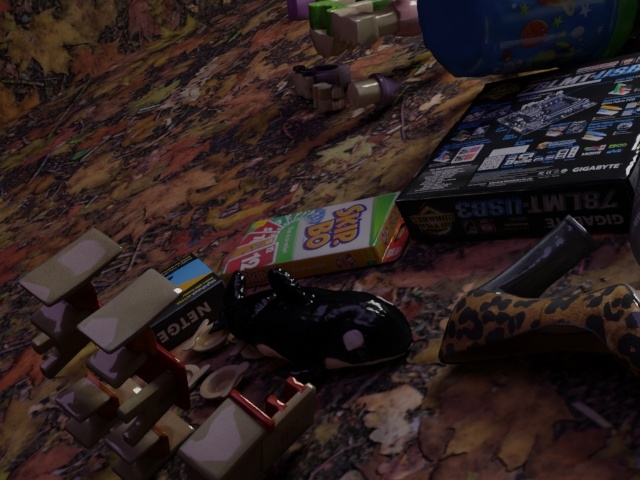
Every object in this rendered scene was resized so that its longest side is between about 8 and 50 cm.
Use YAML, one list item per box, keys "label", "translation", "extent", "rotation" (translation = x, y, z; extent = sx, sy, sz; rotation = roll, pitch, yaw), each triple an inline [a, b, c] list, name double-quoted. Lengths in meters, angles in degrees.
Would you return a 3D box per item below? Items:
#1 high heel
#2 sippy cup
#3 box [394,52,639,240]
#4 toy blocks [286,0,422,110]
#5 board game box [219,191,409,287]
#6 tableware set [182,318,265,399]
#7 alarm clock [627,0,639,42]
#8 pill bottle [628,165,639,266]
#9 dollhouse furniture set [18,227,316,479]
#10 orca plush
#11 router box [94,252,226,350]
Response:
- label: "high heel"
  translation: [0.212, 0.108, 0.846]
  extent: [0.186, 0.093, 0.261]
  rotation: [-43, 33, 11]
- label: "sippy cup"
  translation: [0.259, -0.321, 1.296]
  extent: [0.224, 0.305, 0.240]
  rotation: [-19, 45, -22]
- label: "box"
  translation: [0.280, -0.117, 1.169]
  extent: [0.295, 0.073, 0.293]
  rotation: [-5, 33, 40]
- label: "toy blocks"
  translation: [0.112, -0.386, 1.650]
  extent: [0.260, 0.309, 0.288]
  rotation: [-17, 28, -23]
- label: "board game box"
  translation: [0.000, 0.000, 1.270]
  extent: [0.259, 0.039, 0.124]
  rotation: [-9, 32, 29]
- label: "tableware set"
  translation: [-0.120, 0.140, 1.141]
  extent: [0.169, 0.020, 0.141]
  rotation: [-5, 34, 37]
- label: "alarm clock"
  translation: [0.403, -0.360, 1.358]
  extent: [0.064, 0.192, 0.129]
  rotation: [-38, 26, 8]
- label: "pill bottle"
  translation: [0.353, -0.035, 0.883]
  extent: [0.130, 0.130, 0.245]
  rotation: [-10, 31, 31]
- label: "dollhouse furniture set"
  translation: [-0.147, 0.136, 0.946]
  extent: [0.259, 0.262, 0.135]
  rotation: [32, 55, 22]
- label: "orca plush"
  translation: [-0.027, 0.062, 1.078]
  extent: [0.151, 0.102, 0.287]
  rotation: [-32, 28, -25]
- label: "router box"
  translation: [-0.215, 0.097, 1.280]
  extent: [0.179, 0.046, 0.133]
  rotation: [-34, 27, -13]
